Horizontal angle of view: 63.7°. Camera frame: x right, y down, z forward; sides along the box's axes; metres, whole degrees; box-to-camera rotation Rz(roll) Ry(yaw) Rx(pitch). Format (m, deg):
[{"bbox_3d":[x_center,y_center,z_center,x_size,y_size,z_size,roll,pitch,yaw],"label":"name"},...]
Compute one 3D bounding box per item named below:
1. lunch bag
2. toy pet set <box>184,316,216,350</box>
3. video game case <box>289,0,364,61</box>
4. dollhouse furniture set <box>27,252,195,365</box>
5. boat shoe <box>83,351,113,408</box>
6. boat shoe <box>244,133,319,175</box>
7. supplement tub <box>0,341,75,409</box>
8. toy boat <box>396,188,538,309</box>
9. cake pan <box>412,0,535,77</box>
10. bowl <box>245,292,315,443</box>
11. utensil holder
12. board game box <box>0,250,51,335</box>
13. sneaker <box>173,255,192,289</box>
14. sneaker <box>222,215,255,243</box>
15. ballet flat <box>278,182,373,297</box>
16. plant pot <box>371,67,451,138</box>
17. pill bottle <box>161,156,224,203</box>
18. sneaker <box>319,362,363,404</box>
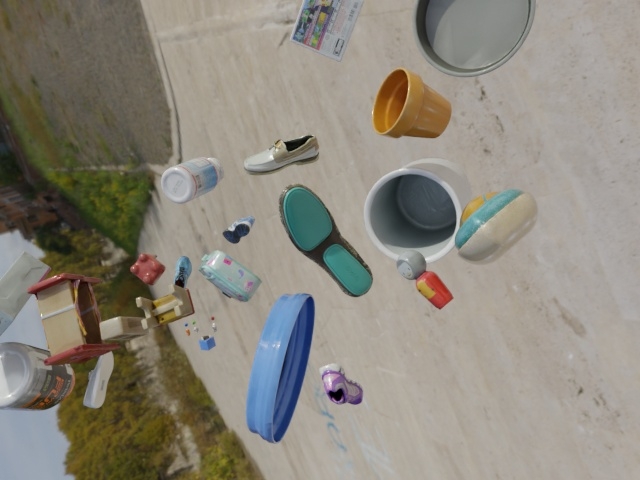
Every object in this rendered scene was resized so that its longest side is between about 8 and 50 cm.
[{"bbox_3d":[-0.344,0.132,1.902,0.224,0.108,0.279,36,164,-11],"label":"lunch bag"},{"bbox_3d":[-0.469,0.377,2.048,0.065,0.122,0.114,-141,39,-72],"label":"toy pet set"},{"bbox_3d":[0.019,-0.707,1.659,0.023,0.183,0.201,-65,-2,-69],"label":"video game case"},{"bbox_3d":[-0.495,0.153,1.260,0.152,0.374,0.201,43,-153,-75],"label":"dollhouse furniture set"},{"bbox_3d":[-0.732,0.453,1.689,0.066,0.063,0.184,46,-134,-69],"label":"boat shoe"},{"bbox_3d":[-0.152,-0.336,1.971,0.103,0.302,0.113,88,158,-44],"label":"boat shoe"},{"bbox_3d":[-0.976,0.463,1.726,0.338,0.207,0.207,92,153,-71],"label":"supplement tub"},{"bbox_3d":[0.311,0.000,1.097,0.318,0.267,0.148,-46,74,20],"label":"toy boat"},{"bbox_3d":[0.375,-0.554,1.268,0.293,0.054,0.293,8,107,26],"label":"cake pan"},{"bbox_3d":[-0.099,0.325,1.354,0.391,0.077,0.391,11,-90,-80],"label":"bowl"},{"bbox_3d":[0.368,-0.127,1.842,0.328,0.385,0.327,7,110,21],"label":"utensil holder"},{"bbox_3d":[-0.937,0.206,1.489,0.097,0.303,0.224,40,-153,-22],"label":"board game box"},{"bbox_3d":[-0.541,0.141,2.019,0.073,0.063,0.162,163,114,-75],"label":"sneaker"},{"bbox_3d":[-0.359,-0.047,2.284,0.211,0.081,0.080,-20,118,46],"label":"sneaker"},{"bbox_3d":[0.000,0.000,1.758,0.483,0.164,0.182,51,174,-23],"label":"ballet flat"},{"bbox_3d":[0.291,-0.401,1.586,0.205,0.188,0.205,-41,44,55],"label":"plant pot"},{"bbox_3d":[-0.296,-0.148,1.220,0.087,0.160,0.087,7,112,19],"label":"pill bottle"},{"bbox_3d":[0.072,0.514,1.744,0.236,0.095,0.104,51,-156,-39],"label":"sneaker"}]
